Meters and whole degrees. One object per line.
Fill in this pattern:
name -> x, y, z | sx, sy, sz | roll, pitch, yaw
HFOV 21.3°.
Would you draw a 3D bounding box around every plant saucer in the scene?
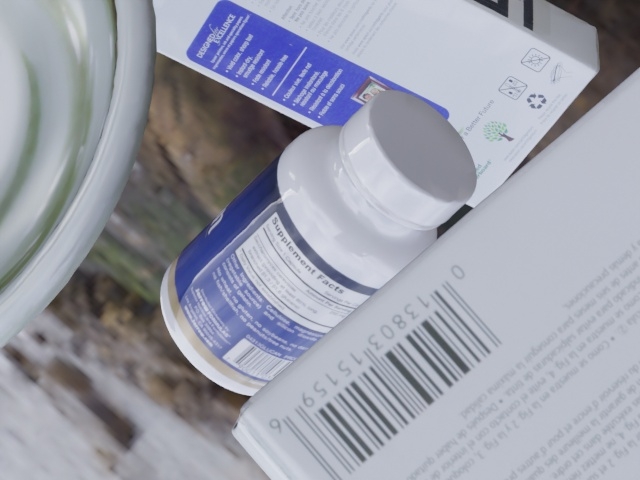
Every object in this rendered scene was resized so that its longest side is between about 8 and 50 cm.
plant saucer -> -0.274, -0.074, 1.013 | 0.400, 0.400, 0.100 | 32, 172, 24

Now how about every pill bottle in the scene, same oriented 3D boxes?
pill bottle -> 0.000, 0.000, 0.873 | 0.094, 0.094, 0.169 | 43, 126, -7

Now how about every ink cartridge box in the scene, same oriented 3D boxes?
ink cartridge box -> 0.147, 0.068, 0.619 | 0.239, 0.275, 0.060 | 49, 168, 6
ink cartridge box -> 0.022, -0.157, 1.244 | 0.333, 0.065, 0.165 | 25, 131, -17
